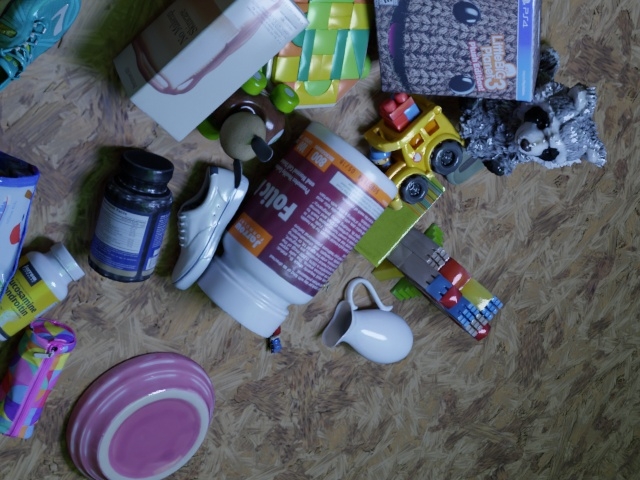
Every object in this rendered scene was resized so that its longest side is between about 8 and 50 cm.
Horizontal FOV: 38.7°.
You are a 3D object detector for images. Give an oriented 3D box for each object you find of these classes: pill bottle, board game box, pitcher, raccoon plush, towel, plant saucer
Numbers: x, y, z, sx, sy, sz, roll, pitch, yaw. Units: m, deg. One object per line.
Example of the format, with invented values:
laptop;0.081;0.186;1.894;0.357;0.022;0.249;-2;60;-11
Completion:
pill bottle;-0.334;-0.044;1.634;0.122;0.123;0.219;3;116;-38
board game box;0.261;-0.401;1.706;0.232;0.291;0.141;79;24;-43
pitcher;0.125;0.193;2.154;0.207;0.125;0.178;21;89;-32
pill bottle;-0.511;0.084;1.597;0.184;0.103;0.103;-37;134;-12
pill bottle;-0.052;-0.018;1.795;0.392;0.224;0.224;-51;135;2
raccoon plush;0.479;-0.310;1.861;0.216;0.299;0.446;53;54;-33
towel;0.165;-0.061;2.026;0.237;0.102;0.021;-49;175;1
plant saucer;-0.365;0.395;1.931;0.332;0.084;0.332;-20;128;-27

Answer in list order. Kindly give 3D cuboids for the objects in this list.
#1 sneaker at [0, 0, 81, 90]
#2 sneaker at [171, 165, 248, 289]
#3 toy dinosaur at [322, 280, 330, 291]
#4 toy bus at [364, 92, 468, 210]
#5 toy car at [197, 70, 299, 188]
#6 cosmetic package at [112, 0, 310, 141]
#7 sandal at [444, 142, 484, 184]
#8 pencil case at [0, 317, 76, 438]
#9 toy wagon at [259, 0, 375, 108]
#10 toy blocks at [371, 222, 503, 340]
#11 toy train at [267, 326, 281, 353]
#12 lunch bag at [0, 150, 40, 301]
sneaker;-0.464;-0.287;1.382;0.275;0.110;0.107;-45;135;-5
sneaker;-0.237;-0.029;1.756;0.091;0.094;0.258;25;100;-23
toy dinosaur;-0.004;0.086;1.985;0.183;0.053;0.092;-39;173;12
toy bus;0.168;-0.205;1.897;0.220;0.149;0.211;-43;128;-2
toy car;-0.123;-0.183;1.616;0.149;0.188;0.155;24;128;-34
cosmetic package;-0.183;-0.328;1.502;0.296;0.153;0.129;-42;133;8
sandal;0.416;-0.227;2.106;0.303;0.086;0.120;-44;135;-5
pencil case;-0.539;0.256;1.696;0.104;0.104;0.236;14;110;-42
toy wagon;-0.006;-0.412;1.676;0.267;0.068;0.344;-9;123;-33
toy blocks;0.299;0.111;2.120;0.191;0.261;0.381;-48;136;0
toy train;-0.101;0.191;2.027;0.027;0.036;0.158;-19;128;-26
lunch bag;-0.643;-0.004;1.350;0.385;0.239;0.328;11;109;-33
